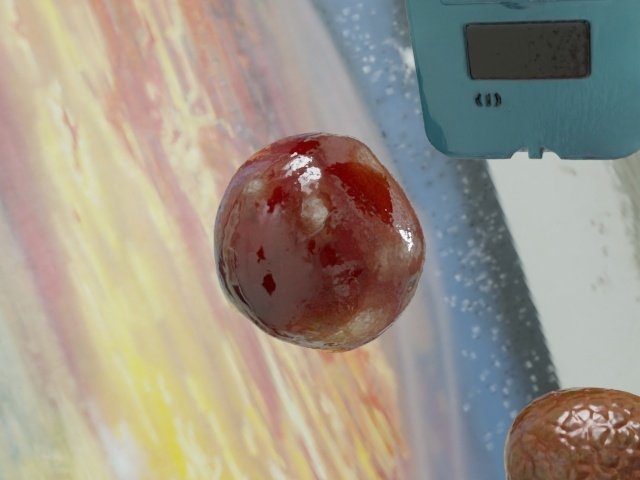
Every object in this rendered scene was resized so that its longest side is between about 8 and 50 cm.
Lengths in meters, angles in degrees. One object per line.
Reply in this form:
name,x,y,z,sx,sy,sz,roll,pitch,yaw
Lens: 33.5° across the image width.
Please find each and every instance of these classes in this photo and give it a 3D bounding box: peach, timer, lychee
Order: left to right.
peach,0.000,0.000,1.153,0.199,0.243,0.243,-48,116,-80
timer,0.212,-0.200,1.063,0.232,0.091,0.250,2,-53,18
lychee,0.153,0.147,0.649,0.101,0.140,0.114,52,18,-38
